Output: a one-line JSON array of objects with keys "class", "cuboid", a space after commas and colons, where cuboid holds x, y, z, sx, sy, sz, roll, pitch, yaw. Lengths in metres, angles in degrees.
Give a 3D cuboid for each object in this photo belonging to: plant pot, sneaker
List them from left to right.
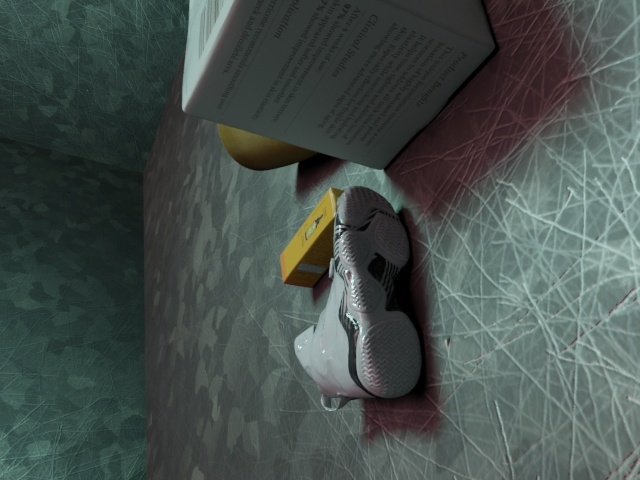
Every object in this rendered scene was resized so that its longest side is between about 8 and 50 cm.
[{"class": "plant pot", "cuboid": [-0.065, -0.270, 1.360, 0.254, 0.237, 0.237, 12, 89, 50]}, {"class": "sneaker", "cuboid": [0.045, 0.098, 1.007, 0.210, 0.137, 0.366, -41, 46, 47]}]

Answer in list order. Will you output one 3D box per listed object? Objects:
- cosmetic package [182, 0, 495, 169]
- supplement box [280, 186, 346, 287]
[{"class": "cosmetic package", "cuboid": [0.009, -0.376, 1.015, 0.329, 0.393, 0.327, -46, 39, 47]}, {"class": "supplement box", "cuboid": [0.000, 0.000, 1.225, 0.233, 0.080, 0.078, -54, 34, 42]}]
